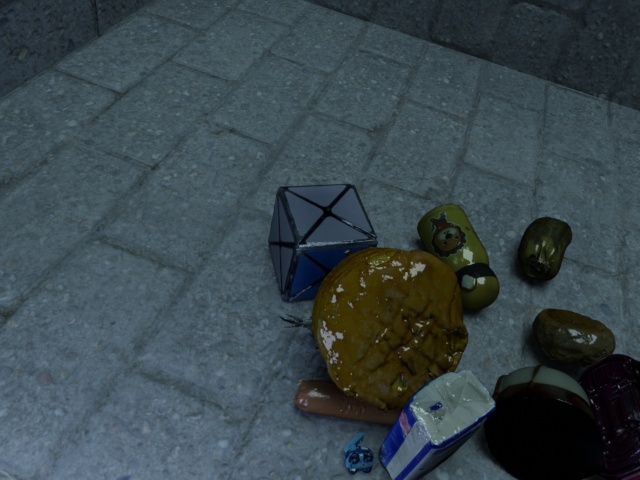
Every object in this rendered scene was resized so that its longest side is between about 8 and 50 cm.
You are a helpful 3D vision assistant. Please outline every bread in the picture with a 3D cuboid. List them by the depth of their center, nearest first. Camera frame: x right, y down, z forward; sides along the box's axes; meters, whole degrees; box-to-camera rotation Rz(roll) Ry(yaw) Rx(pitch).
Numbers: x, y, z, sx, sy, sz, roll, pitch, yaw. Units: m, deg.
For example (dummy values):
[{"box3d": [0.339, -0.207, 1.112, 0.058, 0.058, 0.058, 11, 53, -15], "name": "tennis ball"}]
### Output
[{"box3d": [0.161, 0.210, 1.340, 0.397, 0.399, 0.215, -4, 14, -17], "name": "bread"}, {"box3d": [0.731, 0.286, 1.617, 0.229, 0.123, 0.230, 11, 14, -3], "name": "bread"}]

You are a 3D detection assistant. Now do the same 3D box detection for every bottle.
[{"box3d": [0.449, 0.059, 1.764, 0.171, 0.172, 0.351, -4, 48, -18], "name": "bottle"}]

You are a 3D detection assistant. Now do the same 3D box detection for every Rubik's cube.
[{"box3d": [0.000, 0.000, 1.653, 0.259, 0.260, 0.255, -3, 49, -20], "name": "Rubik's cube"}]

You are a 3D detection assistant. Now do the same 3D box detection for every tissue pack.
[{"box3d": [0.258, 0.436, 1.288, 0.209, 0.270, 0.137, -23, 58, -29], "name": "tissue pack"}]

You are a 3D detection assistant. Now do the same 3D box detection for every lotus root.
[{"box3d": [0.762, 0.022, 1.890, 0.151, 0.160, 0.275, 13, 39, 34], "name": "lotus root"}]

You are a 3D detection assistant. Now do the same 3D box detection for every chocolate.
[{"box3d": [0.560, 0.442, 1.382, 0.283, 0.284, 0.186, 30, 32, 15], "name": "chocolate"}]

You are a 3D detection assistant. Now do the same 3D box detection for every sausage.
[{"box3d": [0.077, 0.408, 1.400, 0.288, 0.086, 0.086, 9, 46, -4], "name": "sausage"}]

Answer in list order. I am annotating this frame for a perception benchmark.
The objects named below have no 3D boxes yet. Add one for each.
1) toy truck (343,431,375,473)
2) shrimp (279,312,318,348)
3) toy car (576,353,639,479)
[{"box3d": [0.092, 0.508, 1.335, 0.073, 0.056, 0.090, -1, 35, -6], "name": "toy truck"}, {"box3d": [0.081, 0.235, 1.505, 0.371, 0.172, 0.137, 16, 11, -19], "name": "shrimp"}, {"box3d": [0.818, 0.478, 1.418, 0.240, 0.271, 0.341, 25, 43, -15], "name": "toy car"}]
